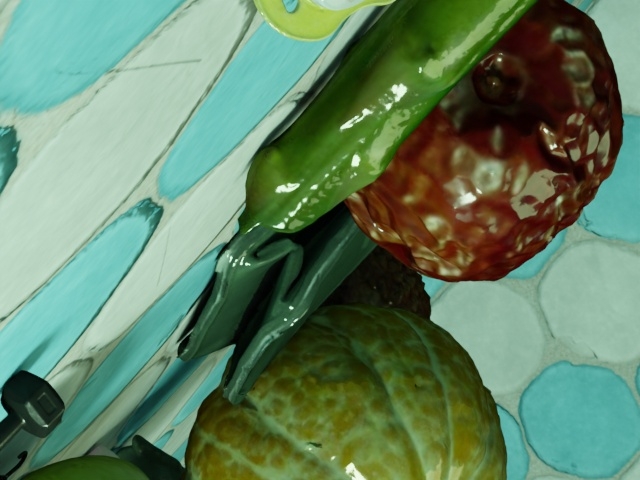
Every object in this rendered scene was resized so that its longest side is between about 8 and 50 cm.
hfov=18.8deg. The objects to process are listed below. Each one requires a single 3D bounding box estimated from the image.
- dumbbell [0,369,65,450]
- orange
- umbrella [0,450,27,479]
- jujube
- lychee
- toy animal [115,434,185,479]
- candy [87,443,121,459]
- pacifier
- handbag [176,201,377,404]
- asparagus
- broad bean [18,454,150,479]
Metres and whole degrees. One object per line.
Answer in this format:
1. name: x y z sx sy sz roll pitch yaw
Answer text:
1. dumbbell: -0.180 0.111 1.079 0.083 0.036 0.040 -47 173 -29
2. orange: 0.029 0.218 1.784 0.329 0.249 0.329 -21 125 -33
3. umbrella: -0.230 0.175 1.267 0.122 0.013 0.022 -42 162 -49
4. jujube: 0.116 -0.078 1.402 0.213 0.213 0.232 -48 177 -14
5. lychee: 0.024 0.079 1.974 0.188 0.188 0.188 -49 175 -5
6. toy animal: -0.210 0.310 1.887 0.236 0.138 0.108 -54 -152 15
7. candy: -0.210 0.303 1.606 0.116 0.155 0.265 -56 173 32
8. pacifier: 0.000 -0.128 0.841 0.083 0.068 0.064 -30 -155 -14
9. handbag: -0.002 -0.001 1.604 0.260 0.079 0.247 -48 176 -26
10. asparagus: 0.069 -0.128 1.231 0.343 0.082 0.085 -50 179 17
11. broad bean: -0.211 0.253 1.265 0.291 0.119 0.238 -33 151 -48
